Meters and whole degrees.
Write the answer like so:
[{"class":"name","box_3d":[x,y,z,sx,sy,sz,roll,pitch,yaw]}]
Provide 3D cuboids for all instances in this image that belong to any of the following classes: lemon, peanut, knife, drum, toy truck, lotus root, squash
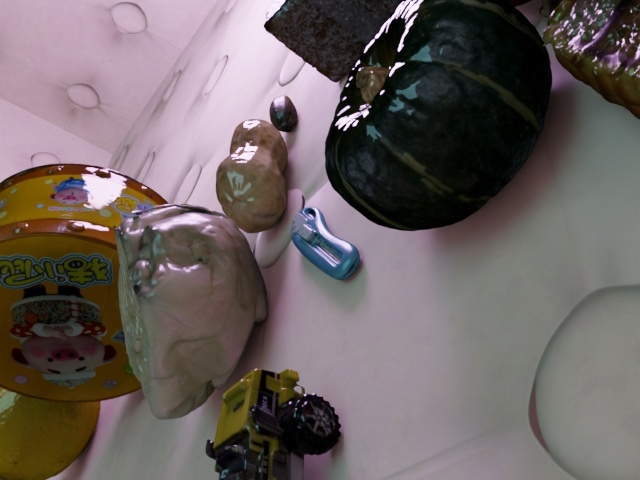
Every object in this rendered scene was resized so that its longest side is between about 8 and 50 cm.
[{"class":"lemon","box_3d":[-0.604,0.370,1.449,0.319,0.245,0.245,-63,25,-4]},{"class":"peanut","box_3d":[-0.116,-0.121,1.153,0.123,0.124,0.256,-44,33,34]},{"class":"knife","box_3d":[0.000,0.000,0.916,0.064,0.031,0.222,-56,26,4]},{"class":"drum","box_3d":[-0.441,0.084,1.228,0.431,0.431,0.214,-49,28,27]},{"class":"toy truck","box_3d":[-0.056,0.264,0.669,0.136,0.111,0.285,-42,34,33]},{"class":"lotus root","box_3d":[-0.070,-0.236,1.268,0.054,0.049,0.099,-46,35,27]},{"class":"squash","box_3d":[0.109,-0.130,0.679,0.252,0.165,0.252,-46,27,32]}]

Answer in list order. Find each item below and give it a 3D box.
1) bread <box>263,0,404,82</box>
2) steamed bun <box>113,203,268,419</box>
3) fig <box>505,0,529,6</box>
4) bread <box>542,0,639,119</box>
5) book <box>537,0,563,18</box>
[{"class":"bread","box_3d":[0.085,-0.456,1.059,0.416,0.165,0.113,-49,23,28]},{"class":"steamed bun","box_3d":[-0.182,0.092,0.996,0.268,0.207,0.280,-136,45,-56]},{"class":"fig","box_3d":[0.228,-0.379,0.756,0.274,0.146,0.170,-58,-2,-35]},{"class":"bread","box_3d":[0.281,-0.200,0.506,0.222,0.096,0.181,-58,24,14]},{"class":"book","box_3d":[0.244,-0.284,0.591,0.157,0.026,0.231,-57,-12,17]}]
